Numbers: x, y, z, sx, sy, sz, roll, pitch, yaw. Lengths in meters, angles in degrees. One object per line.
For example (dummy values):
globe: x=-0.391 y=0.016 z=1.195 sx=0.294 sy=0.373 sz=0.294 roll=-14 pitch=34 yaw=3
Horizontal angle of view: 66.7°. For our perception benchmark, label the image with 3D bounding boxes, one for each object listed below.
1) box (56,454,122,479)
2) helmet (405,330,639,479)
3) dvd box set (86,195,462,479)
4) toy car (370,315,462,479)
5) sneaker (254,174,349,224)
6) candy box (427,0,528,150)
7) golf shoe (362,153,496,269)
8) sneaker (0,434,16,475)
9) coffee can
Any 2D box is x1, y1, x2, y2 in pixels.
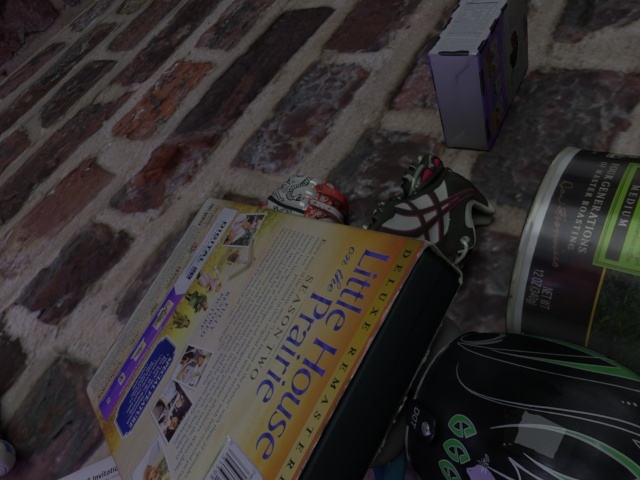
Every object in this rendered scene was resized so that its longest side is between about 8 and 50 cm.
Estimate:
box: x=-0.242 y=0.341 z=0.538 sx=0.145 sy=0.038 sz=0.186 roll=-25 pitch=46 yaw=6
helmet: x=0.161 y=0.147 z=0.340 sx=0.161 sy=0.169 sz=0.169 roll=16 pitch=62 yaw=43
dvd box set: x=-0.096 y=0.109 z=0.498 sx=0.420 sy=0.062 sz=0.308 roll=14 pitch=71 yaw=54
toy car: x=0.084 y=0.159 z=0.470 sx=0.136 sy=0.159 sz=0.182 roll=43 pitch=77 yaw=5
sneaker: x=-0.001 y=-0.001 z=0.658 sx=0.145 sy=0.090 sz=0.270 roll=-45 pitch=45 yaw=-9
candy box: x=0.235 y=-0.257 z=0.696 sx=0.070 sy=0.165 sz=0.196 roll=14 pitch=61 yaw=33
golf shoe: x=0.113 y=0.002 z=0.558 sx=0.120 sy=0.105 sz=0.273 roll=31 pitch=54 yaw=13
sneaker: x=-0.510 y=0.262 z=0.699 sx=0.240 sy=0.091 sz=0.126 roll=-6 pitch=51 yaw=23
coffee can: x=0.321 y=0.042 z=0.387 sx=0.275 sy=0.201 sz=0.201 roll=17 pitch=63 yaw=36
